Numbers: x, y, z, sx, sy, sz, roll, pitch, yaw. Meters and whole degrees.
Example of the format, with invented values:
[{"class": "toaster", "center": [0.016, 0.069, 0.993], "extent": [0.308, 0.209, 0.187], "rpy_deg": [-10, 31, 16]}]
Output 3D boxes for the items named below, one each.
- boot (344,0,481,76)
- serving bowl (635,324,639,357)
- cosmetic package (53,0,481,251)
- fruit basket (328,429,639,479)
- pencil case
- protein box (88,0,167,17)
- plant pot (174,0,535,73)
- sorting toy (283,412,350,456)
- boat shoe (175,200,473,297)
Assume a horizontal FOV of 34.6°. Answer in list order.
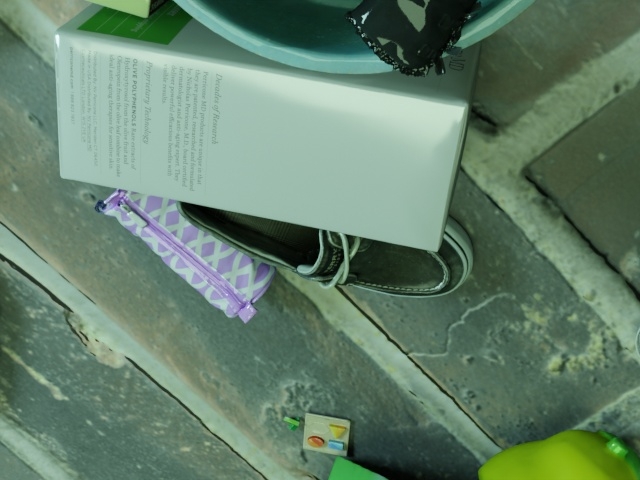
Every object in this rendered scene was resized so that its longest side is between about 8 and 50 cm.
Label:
[{"class": "boot", "center": [0.051, -0.167, 0.632], "extent": [0.121, 0.045, 0.099], "rpy_deg": [36, 124, -8]}, {"class": "serving bowl", "center": [0.380, 0.103, 1.102], "extent": [0.083, 0.027, 0.083], "rpy_deg": [6, 120, 10]}, {"class": "cosmetic package", "center": [-0.042, -0.128, 0.975], "extent": [0.365, 0.197, 0.155], "rpy_deg": [10, 121, 6]}, {"class": "fruit basket", "center": [0.201, 0.362, 1.202], "extent": [0.392, 0.283, 0.392], "rpy_deg": [1, 87, -17]}, {"class": "pencil case", "center": [-0.144, -0.002, 1.132], "extent": [0.206, 0.088, 0.086], "rpy_deg": [39, 106, -11]}, {"class": "protein box", "center": [-0.212, -0.340, 0.929], "extent": [0.199, 0.136, 0.201], "rpy_deg": [17, 122, 4]}, {"class": "plant pot", "center": [0.042, -0.340, 0.754], "extent": [0.341, 0.334, 0.341], "rpy_deg": [5, 120, 9]}, {"class": "sorting toy", "center": [-0.006, 0.242, 1.280], "extent": [0.083, 0.012, 0.062], "rpy_deg": [8, 121, 8]}, {"class": "boat shoe", "center": [0.000, 0.000, 1.072], "extent": [0.335, 0.119, 0.121], "rpy_deg": [17, 120, -6]}]
